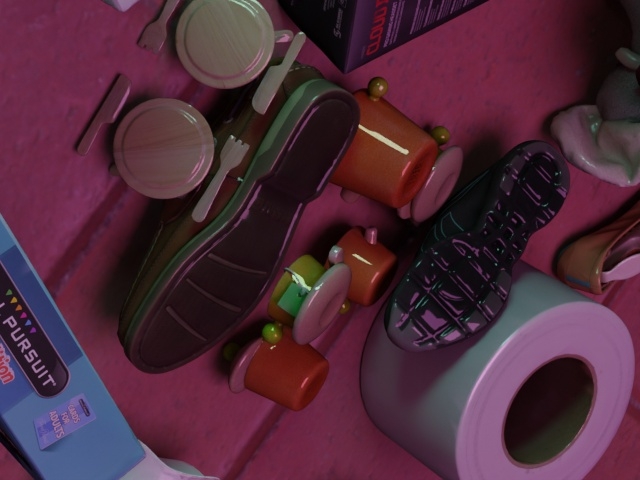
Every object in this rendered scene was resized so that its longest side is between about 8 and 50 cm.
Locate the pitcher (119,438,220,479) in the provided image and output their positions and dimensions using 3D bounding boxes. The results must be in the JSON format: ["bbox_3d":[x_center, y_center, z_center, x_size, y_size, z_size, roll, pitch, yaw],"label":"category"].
[{"bbox_3d":[-0.215,0.268,1.389,0.177,0.125,0.207,37,76,-21],"label":"pitcher"}]

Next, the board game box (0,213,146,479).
[{"bbox_3d":[-0.282,0.017,1.114,0.079,0.254,0.336,-38,129,-17],"label":"board game box"}]

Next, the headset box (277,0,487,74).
[{"bbox_3d":[0.091,-0.289,1.291,0.293,0.110,0.218,-29,154,-23],"label":"headset box"}]

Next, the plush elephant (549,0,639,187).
[{"bbox_3d":[0.391,-0.175,1.554,0.272,0.255,0.330,-24,116,-37],"label":"plush elephant"}]

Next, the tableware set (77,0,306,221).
[{"bbox_3d":[-0.107,-0.125,1.298,0.194,0.128,0.039,-60,176,0],"label":"tableware set"}]

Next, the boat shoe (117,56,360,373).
[{"bbox_3d":[-0.087,-0.024,1.346,0.307,0.104,0.110,-52,141,-2],"label":"boat shoe"}]

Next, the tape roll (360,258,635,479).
[{"bbox_3d":[0.188,0.144,1.587,0.246,0.169,0.246,-16,119,-31],"label":"tape roll"}]

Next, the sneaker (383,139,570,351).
[{"bbox_3d":[0.150,0.013,1.512,0.101,0.106,0.267,48,67,-11],"label":"sneaker"}]

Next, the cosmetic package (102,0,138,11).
[{"bbox_3d":[-0.166,-0.290,1.100,0.151,0.183,0.151,-43,131,-13],"label":"cosmetic package"}]

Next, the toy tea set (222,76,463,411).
[{"bbox_3d":[0.000,0.000,1.440,0.336,0.124,0.200,-56,161,-5],"label":"toy tea set"}]

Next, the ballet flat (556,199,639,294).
[{"bbox_3d":[0.375,-0.002,1.721,0.232,0.073,0.080,-32,128,-21],"label":"ballet flat"}]
